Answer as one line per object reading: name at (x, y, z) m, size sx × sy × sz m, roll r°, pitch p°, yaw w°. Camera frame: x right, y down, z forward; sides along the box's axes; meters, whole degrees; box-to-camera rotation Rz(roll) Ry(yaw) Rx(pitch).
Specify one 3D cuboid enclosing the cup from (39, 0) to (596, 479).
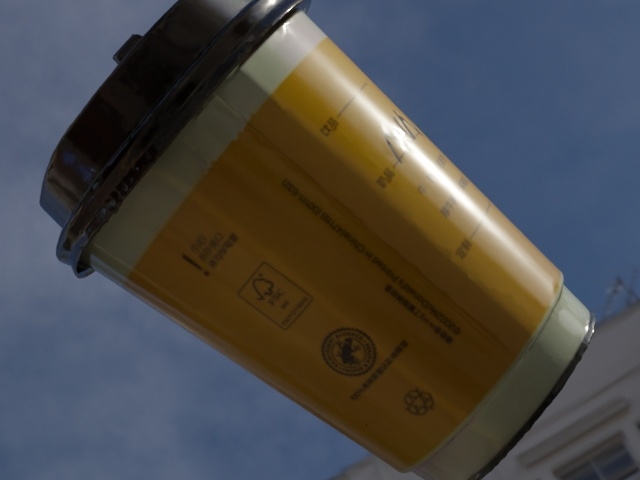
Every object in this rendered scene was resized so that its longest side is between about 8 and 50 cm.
cup at (0.000, 0.000, 0.743) m, size 0.279 × 0.196 × 0.196 m, roll 39°, pitch -72°, yaw -2°
